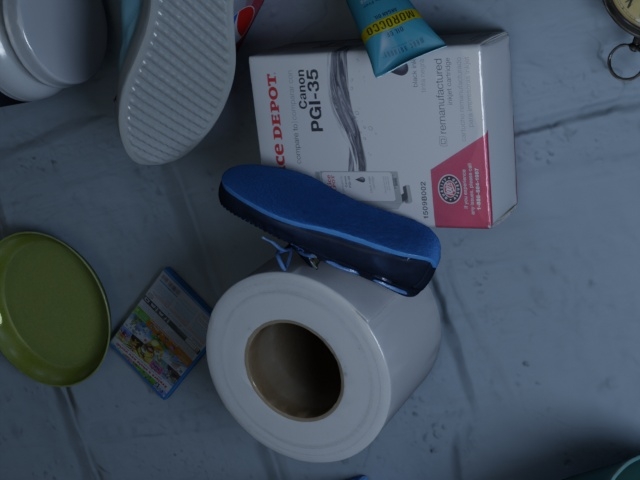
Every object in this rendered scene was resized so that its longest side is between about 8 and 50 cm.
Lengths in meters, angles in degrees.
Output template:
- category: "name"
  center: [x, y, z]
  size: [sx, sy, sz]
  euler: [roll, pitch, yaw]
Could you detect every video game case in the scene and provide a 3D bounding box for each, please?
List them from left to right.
- category: "video game case"
  center: [-0.218, 0.133, 1.531]
  size: [0.119, 0.015, 0.166]
  euler: [44, 119, 8]

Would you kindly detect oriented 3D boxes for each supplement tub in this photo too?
- category: "supplement tub"
  center: [-0.438, -0.269, 1.418]
  size: [0.272, 0.191, 0.191]
  euler: [-5, 103, 28]

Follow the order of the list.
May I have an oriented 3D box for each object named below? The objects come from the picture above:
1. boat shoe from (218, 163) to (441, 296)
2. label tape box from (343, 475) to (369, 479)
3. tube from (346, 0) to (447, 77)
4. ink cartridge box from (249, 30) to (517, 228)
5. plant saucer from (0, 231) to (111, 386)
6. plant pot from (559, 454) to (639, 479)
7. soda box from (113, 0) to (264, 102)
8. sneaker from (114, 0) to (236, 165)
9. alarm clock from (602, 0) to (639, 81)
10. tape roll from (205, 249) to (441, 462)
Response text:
- category: "boat shoe"
  center: [0.000, 0.000, 1.196]
  size: [0.258, 0.109, 0.089]
  euler: [26, 132, 14]
- category: "label tape box"
  center: [0.046, 0.516, 1.377]
  size: [0.115, 0.249, 0.348]
  euler: [-23, 94, 30]
- category: "tube"
  center: [0.065, -0.254, 1.180]
  size: [0.080, 0.052, 0.207]
  euler: [-27, 49, 5]
- category: "ink cartridge box"
  center: [0.072, -0.125, 1.245]
  size: [0.283, 0.117, 0.207]
  euler: [2, 107, 26]
- category: "plant saucer"
  center: [-0.399, 0.098, 1.599]
  size: [0.241, 0.037, 0.241]
  euler: [8, 109, 24]
- category: "plant pot"
  center: [0.302, 0.401, 1.205]
  size: [0.235, 0.293, 0.293]
  euler: [-26, 93, 46]
- category: "soda box"
  center: [-0.152, -0.256, 1.338]
  size: [0.092, 0.083, 0.263]
  euler: [39, 119, 12]
- category: "sneaker"
  center: [-0.172, -0.266, 1.248]
  size: [0.150, 0.135, 0.366]
  euler: [-120, 38, -46]
- category: "alarm clock"
  center: [0.345, -0.251, 1.099]
  size: [0.129, 0.064, 0.192]
  euler: [29, 114, 16]
- category: "tape roll"
  center: [0.005, 0.124, 1.318]
  size: [0.246, 0.169, 0.246]
  euler: [11, 114, 25]
